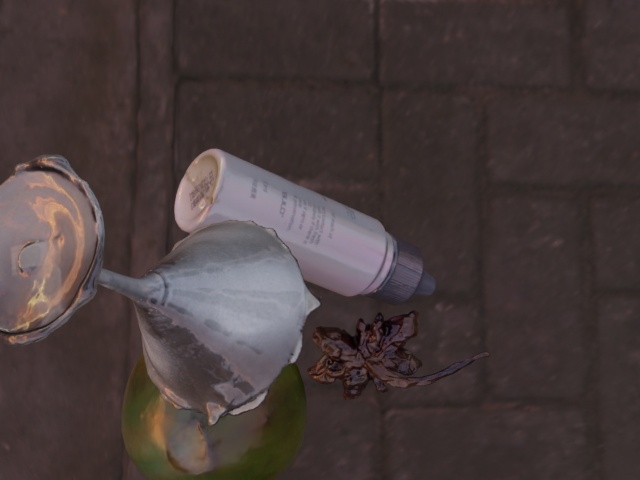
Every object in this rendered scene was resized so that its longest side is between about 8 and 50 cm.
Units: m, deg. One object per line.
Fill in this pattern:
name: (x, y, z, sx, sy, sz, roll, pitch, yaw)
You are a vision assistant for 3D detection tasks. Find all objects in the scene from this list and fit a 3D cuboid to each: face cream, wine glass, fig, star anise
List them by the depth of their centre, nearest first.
wine glass: (-0.097, 0.023, 0.793, 0.122, 0.183, 0.122, -9, 71, 27)
fig: (-0.104, 0.163, 1.423, 0.181, 0.191, 0.181, 1, 107, 4)
face cream: (0.000, 0.000, 1.557, 0.311, 0.092, 0.092, 23, 72, -30)
star anise: (0.080, 0.122, 1.568, 0.191, 0.070, 0.097, -11, 112, 1)
